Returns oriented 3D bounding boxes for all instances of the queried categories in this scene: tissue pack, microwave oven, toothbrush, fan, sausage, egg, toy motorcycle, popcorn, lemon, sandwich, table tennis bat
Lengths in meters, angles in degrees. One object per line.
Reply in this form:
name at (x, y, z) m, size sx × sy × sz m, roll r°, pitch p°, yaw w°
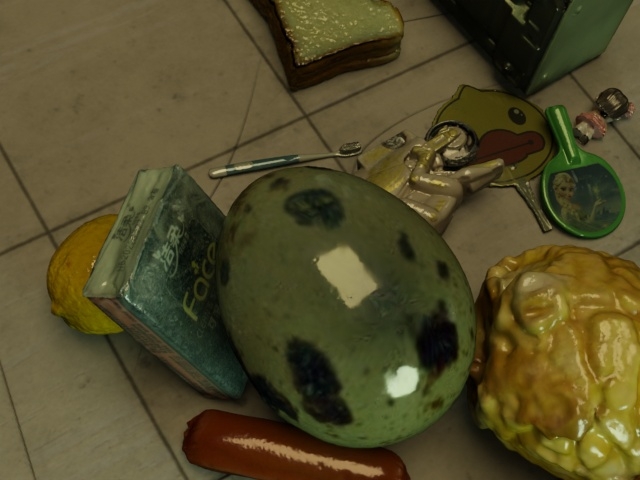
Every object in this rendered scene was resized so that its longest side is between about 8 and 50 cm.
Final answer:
tissue pack at (-0.196, 0.068, 1.593) m, size 0.103 × 0.315 × 0.228 m, roll -3°, pitch 55°, yaw 32°
microwave oven at (0.359, -0.523, 1.950) m, size 0.247 × 0.333 × 0.394 m, roll -30°, pitch 69°, yaw -24°
toothbrush at (-0.059, -0.141, 1.871) m, size 0.276 × 0.025 × 0.019 m, roll -10°, pitch 65°, yaw -12°
fan at (0.334, -0.156, 1.934) m, size 0.230 × 0.011 × 0.335 m, roll -19°, pitch 66°, yaw -16°
sausage at (-0.035, 0.322, 1.591) m, size 0.348 × 0.094 × 0.097 m, roll 14°, pitch 63°, yaw 1°
egg at (0.031, 0.090, 1.529) m, size 0.345 × 0.345 × 0.428 m, roll -35°, pitch 99°, yaw -22°
toy motorcycle at (0.150, -0.076, 1.814) m, size 0.341 × 0.108 × 0.223 m, roll -28°, pitch 60°, yaw -13°
popcorn at (0.390, 0.181, 1.575) m, size 0.390 × 0.344 × 0.354 m, roll 34°, pitch 68°, yaw 16°
lemon at (-0.326, 0.053, 1.652) m, size 0.181 × 0.180 × 0.193 m, roll 29°, pitch 43°, yaw 8°
sandwich at (0.010, -0.434, 1.995) m, size 0.249 × 0.095 × 0.273 m, roll -18°, pitch 67°, yaw -15°
table tennis bat at (0.453, -0.124, 1.906) m, size 0.160 × 0.039 × 0.257 m, roll -9°, pitch 72°, yaw -17°

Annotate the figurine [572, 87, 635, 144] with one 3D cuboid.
figurine at (0.521, -0.228, 1.972) m, size 0.072 × 0.054 × 0.129 m, roll 43°, pitch 68°, yaw 11°
